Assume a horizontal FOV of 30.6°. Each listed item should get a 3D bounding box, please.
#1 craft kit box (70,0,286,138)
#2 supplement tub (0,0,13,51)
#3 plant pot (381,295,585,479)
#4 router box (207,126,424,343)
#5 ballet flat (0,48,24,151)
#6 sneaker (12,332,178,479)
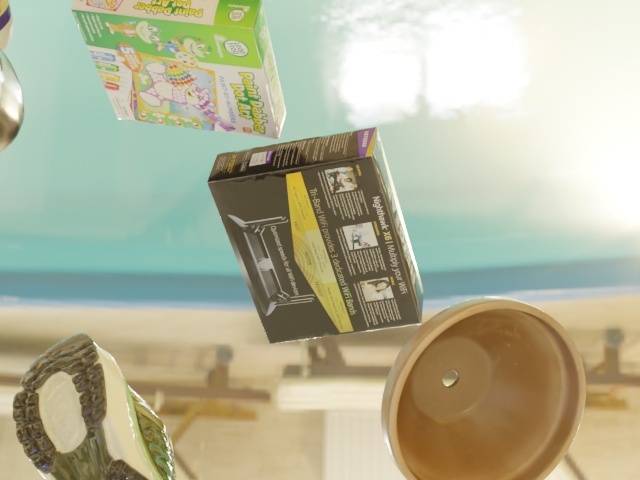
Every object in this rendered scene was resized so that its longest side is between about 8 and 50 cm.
[{"bbox_3d":[-0.183,-0.239,1.580,0.246,0.061,0.250,6,152,10],"label":"craft kit box"},{"bbox_3d":[-0.451,-0.332,1.159,0.241,0.241,0.331,-1,121,6],"label":"supplement tub"},{"bbox_3d":[0.167,0.169,1.309,0.237,0.237,0.110,8,-170,-20],"label":"plant pot"},{"bbox_3d":[0.000,0.000,1.708,0.242,0.081,0.309,-8,125,15],"label":"router box"},{"bbox_3d":[-0.197,-0.080,0.440,0.096,0.095,0.280,-25,167,29],"label":"ballet flat"},{"bbox_3d":[-0.178,0.283,1.223,0.158,0.410,0.182,-37,142,16],"label":"sneaker"}]
